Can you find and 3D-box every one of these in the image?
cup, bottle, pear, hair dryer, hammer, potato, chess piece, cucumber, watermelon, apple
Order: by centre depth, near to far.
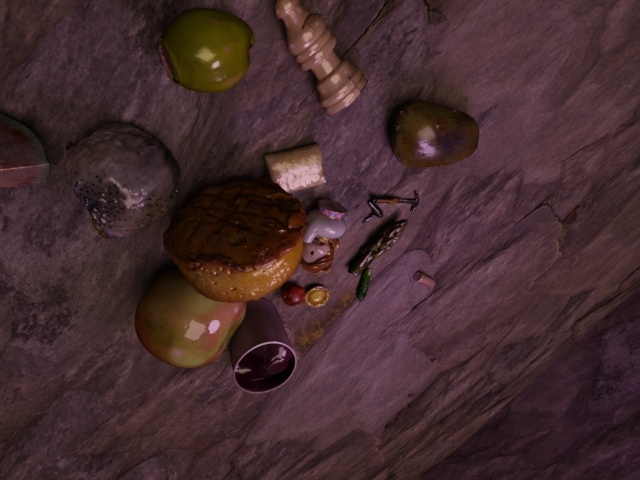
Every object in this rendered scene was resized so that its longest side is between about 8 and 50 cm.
[{"bbox_3d":[-0.788,-0.175,0.935,0.319,0.225,0.148,18,139,-14],"label":"watermelon"},{"bbox_3d":[-0.261,-0.452,0.989,0.220,0.187,0.187,-23,126,-23],"label":"pear"},{"bbox_3d":[-0.015,-0.500,1.098,0.139,0.124,0.307,-21,128,32],"label":"chess piece"},{"bbox_3d":[-0.398,0.227,1.269,0.278,0.319,0.318,27,111,5],"label":"apple"},{"bbox_3d":[0.361,-0.325,1.303,0.308,0.173,0.209,0,117,-18],"label":"potato"},{"bbox_3d":[-0.210,0.379,1.444,0.209,0.273,0.288,-18,125,-11],"label":"cup"},{"bbox_3d":[0.267,-0.143,1.461,0.201,0.021,0.078,1,118,-27],"label":"hammer"},{"bbox_3d":[0.173,-0.093,1.462,0.083,0.031,0.079,-39,115,15],"label":"hair dryer"},{"bbox_3d":[0.171,0.175,1.612,0.039,0.039,0.167,1,117,-22],"label":"cucumber"},{"bbox_3d":[0.430,0.164,1.701,0.097,0.045,0.045,25,108,-32],"label":"bottle"}]

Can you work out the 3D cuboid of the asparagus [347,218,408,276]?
[{"bbox_3d":[0.213,0.020,1.515,0.080,0.080,0.287,31,113,-33],"label":"asparagus"}]

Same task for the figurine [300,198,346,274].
[{"bbox_3d":[0.000,0.000,1.382,0.190,0.142,0.263,-8,125,-44],"label":"figurine"}]

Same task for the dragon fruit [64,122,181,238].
[{"bbox_3d":[-0.480,-0.153,1.058,0.204,0.221,0.282,-23,123,0],"label":"dragon fruit"}]

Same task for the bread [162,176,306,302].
[{"bbox_3d":[-0.227,-0.008,1.135,0.399,0.398,0.215,-19,134,-10],"label":"bread"}]

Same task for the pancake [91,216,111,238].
[{"bbox_3d":[-0.600,-0.052,1.190,0.108,0.017,0.107,-10,120,-18],"label":"pancake"}]

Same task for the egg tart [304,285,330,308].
[{"bbox_3d":[-0.015,0.207,1.558,0.105,0.039,0.105,-10,123,-16],"label":"egg tart"}]

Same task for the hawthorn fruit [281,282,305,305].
[{"bbox_3d":[-0.095,0.194,1.498,0.093,0.093,0.092,-10,122,-16],"label":"hawthorn fruit"}]

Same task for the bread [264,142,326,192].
[{"bbox_3d":[-0.077,-0.214,1.268,0.179,0.060,0.139,-17,124,-11],"label":"bread"}]
